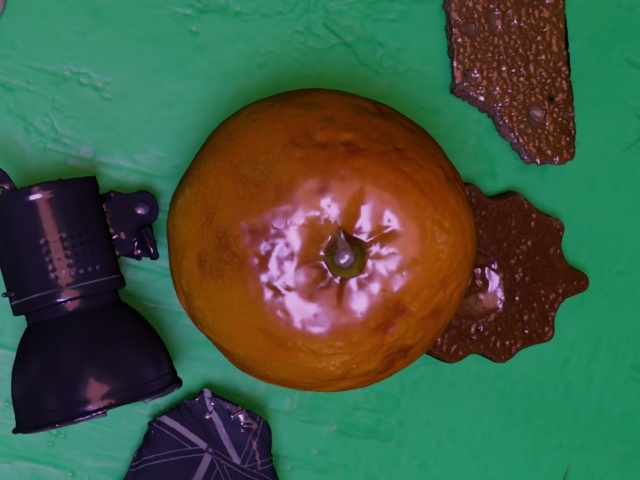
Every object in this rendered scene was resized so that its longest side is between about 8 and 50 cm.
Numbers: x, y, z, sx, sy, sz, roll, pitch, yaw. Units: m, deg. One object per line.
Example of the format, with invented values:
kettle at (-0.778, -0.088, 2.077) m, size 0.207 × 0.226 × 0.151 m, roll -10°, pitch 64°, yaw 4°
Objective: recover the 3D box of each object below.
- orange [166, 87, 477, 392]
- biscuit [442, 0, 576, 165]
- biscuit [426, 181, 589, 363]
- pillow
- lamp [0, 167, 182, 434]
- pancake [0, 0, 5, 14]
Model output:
orange at (0.000, 0.000, 0.783) m, size 0.261 × 0.261 × 0.261 m, roll -1°, pitch 93°, yaw -15°
biscuit at (0.189, -0.190, 0.927) m, size 0.131 × 0.026 × 0.236 m, roll -6°, pitch 95°, yaw -12°
biscuit at (0.172, 0.035, 0.930) m, size 0.215 × 0.034 × 0.182 m, roll 5°, pitch 92°, yaw -17°
pillow at (-0.150, 0.298, 0.830) m, size 0.162 × 0.092 × 0.335 m, roll 36°, pitch 83°, yaw -10°
lamp at (-0.211, 0.033, 0.789) m, size 0.172 × 0.147 × 0.227 m, roll -14°, pitch 89°, yaw -27°
pancake at (-0.344, -0.236, 0.787) m, size 0.152 × 0.025 × 0.151 m, roll -1°, pitch 93°, yaw -13°
